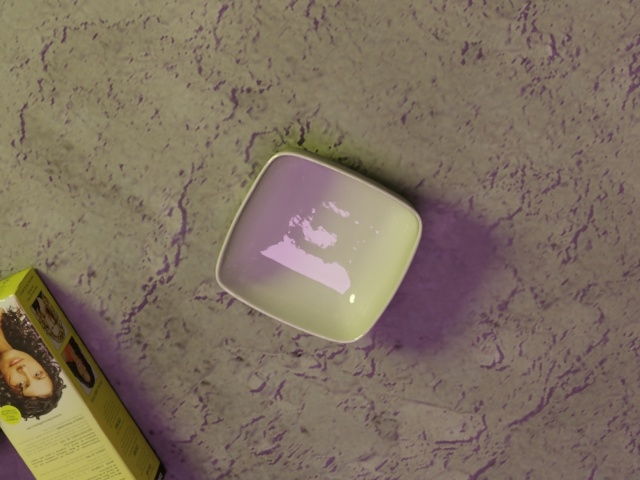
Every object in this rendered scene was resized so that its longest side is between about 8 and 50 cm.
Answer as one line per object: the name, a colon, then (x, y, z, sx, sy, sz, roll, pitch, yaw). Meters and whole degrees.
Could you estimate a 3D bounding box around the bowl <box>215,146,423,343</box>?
bowl: (0.000, 0.000, 1.014, 0.142, 0.053, 0.142, 25, 113, -6)

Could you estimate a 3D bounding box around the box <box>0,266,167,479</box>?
box: (-0.230, 0.143, 1.098, 0.087, 0.058, 0.232, -25, 110, 16)
